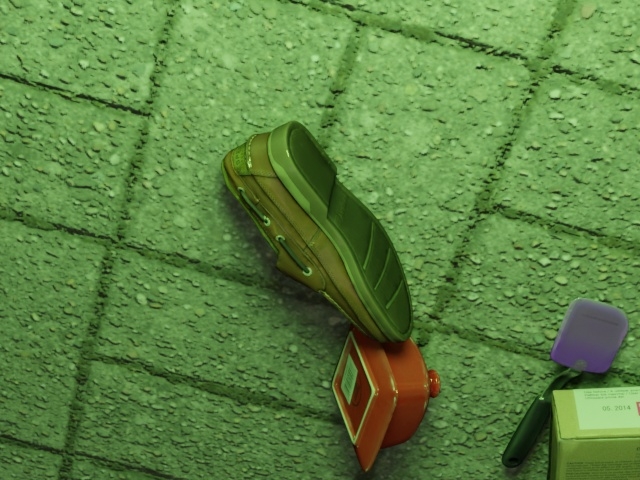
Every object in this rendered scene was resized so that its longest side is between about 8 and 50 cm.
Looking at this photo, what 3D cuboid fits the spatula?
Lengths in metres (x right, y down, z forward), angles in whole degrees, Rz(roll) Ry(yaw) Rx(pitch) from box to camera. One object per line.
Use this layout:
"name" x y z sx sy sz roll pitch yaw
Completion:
"spatula" 0.296 0.189 1.905 0.084 0.030 0.296 15 130 -11

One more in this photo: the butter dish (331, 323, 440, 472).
"butter dish" 0.092 0.180 1.868 0.118 0.160 0.160 -2 134 -21

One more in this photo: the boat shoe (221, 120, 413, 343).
"boat shoe" 0.000 0.000 1.748 0.104 0.111 0.307 -20 114 27

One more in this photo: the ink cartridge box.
"ink cartridge box" 0.407 0.275 1.907 0.234 0.088 0.193 -2 132 2
